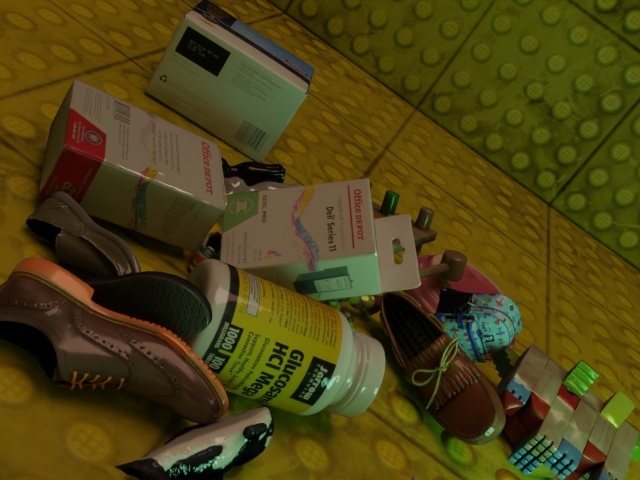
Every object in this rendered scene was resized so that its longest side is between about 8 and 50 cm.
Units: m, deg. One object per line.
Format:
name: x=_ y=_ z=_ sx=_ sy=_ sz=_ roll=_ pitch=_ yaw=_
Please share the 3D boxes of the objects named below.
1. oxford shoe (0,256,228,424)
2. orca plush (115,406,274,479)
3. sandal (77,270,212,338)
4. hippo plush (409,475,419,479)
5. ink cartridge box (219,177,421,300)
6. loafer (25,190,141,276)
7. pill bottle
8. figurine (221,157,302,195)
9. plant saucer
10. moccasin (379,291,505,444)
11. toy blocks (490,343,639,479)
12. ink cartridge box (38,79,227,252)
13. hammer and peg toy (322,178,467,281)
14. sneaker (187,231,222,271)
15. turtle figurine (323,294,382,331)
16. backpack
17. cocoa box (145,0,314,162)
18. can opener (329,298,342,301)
oxford shoe: x=-0.302 y=0.173 z=1.130 sx=0.363 sy=0.130 sz=0.133 roll=30 pitch=44 yaw=0
orca plush: x=-0.143 y=0.307 z=1.084 sx=0.287 sy=0.151 sz=0.102 roll=-1 pitch=79 yaw=-76
sandal: x=-0.268 y=0.083 z=1.188 sx=0.254 sy=0.097 sz=0.054 roll=4 pitch=22 yaw=25
hippo plush: x=0.294 y=0.514 z=1.222 sx=0.294 sy=0.235 sz=0.236 roll=3 pitch=-17 yaw=34
ink cartridge box: x=0.000 y=0.000 z=1.502 sx=0.353 sy=0.119 sz=0.207 roll=-7 pitch=46 yaw=3
loafer: x=-0.386 y=0.021 z=1.312 sx=0.251 sy=0.094 sz=0.087 roll=37 pitch=49 yaw=23
pill bottle: x=-0.070 y=0.171 z=1.307 sx=0.333 sy=0.188 sz=0.188 roll=24 pitch=28 yaw=-23
figurine: x=-0.162 y=-0.118 z=1.780 sx=0.209 sy=0.092 sz=0.215 roll=10 pitch=19 yaw=-28
plant saucer: x=0.357 y=0.145 z=1.998 sx=0.332 sy=0.084 sz=0.332 roll=28 pitch=27 yaw=-15
moccasin: x=0.228 y=0.237 z=1.582 sx=0.147 sy=0.139 sz=0.380 roll=46 pitch=13 yaw=-45
toy blocks: x=0.486 y=0.394 z=1.662 sx=0.381 sy=0.191 sz=0.261 roll=41 pitch=37 yaw=10
ink cartridge box: x=-0.342 y=-0.134 z=1.490 sx=0.306 sy=0.131 sz=0.226 roll=24 pitch=32 yaw=-28
hammer and peg toy: x=0.162 y=-0.025 z=1.887 sx=0.361 sy=0.127 sz=0.266 roll=27 pitch=21 yaw=26
sneaker: x=-0.198 y=0.011 z=1.550 sx=0.057 sy=0.075 sz=0.161 roll=35 pitch=26 yaw=-2
turtle figurine: x=0.028 y=0.092 z=1.677 sx=0.217 sy=0.087 sz=0.269 roll=3 pitch=41 yaw=-49
backpack: x=0.343 y=0.188 z=1.750 sx=0.173 sy=0.158 sz=0.117 roll=0 pitch=40 yaw=23
cocoa box: x=-0.222 y=-0.410 z=2.055 sx=0.347 sy=0.231 sz=0.228 roll=31 pitch=25 yaw=-10
can opener: x=-0.033 y=0.017 z=1.614 sx=0.093 sy=0.074 sz=0.280 roll=-15 pitch=40 yaw=-40
